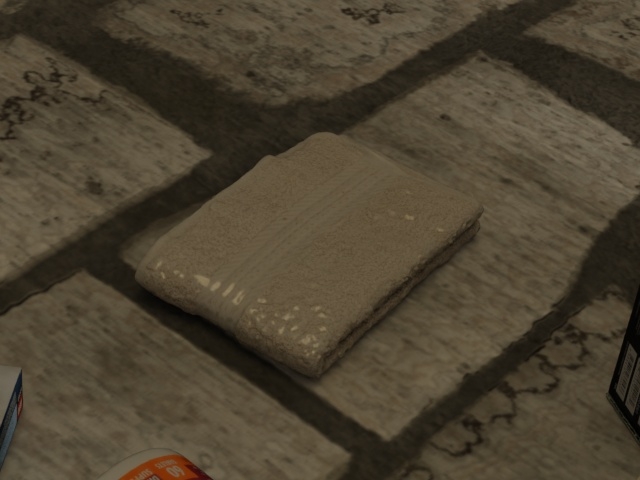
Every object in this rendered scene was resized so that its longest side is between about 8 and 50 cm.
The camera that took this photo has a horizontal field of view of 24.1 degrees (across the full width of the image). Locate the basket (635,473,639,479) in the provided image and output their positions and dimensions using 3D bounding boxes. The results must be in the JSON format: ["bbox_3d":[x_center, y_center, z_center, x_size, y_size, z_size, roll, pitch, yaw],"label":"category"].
[{"bbox_3d":[0.231,0.223,0.946,0.113,0.167,0.103,24,36,20],"label":"basket"}]

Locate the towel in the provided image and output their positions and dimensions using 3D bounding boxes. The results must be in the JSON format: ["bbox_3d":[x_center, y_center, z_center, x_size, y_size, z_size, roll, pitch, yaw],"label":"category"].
[{"bbox_3d":[0.000,0.000,1.285,0.187,0.049,0.282,26,42,23],"label":"towel"}]

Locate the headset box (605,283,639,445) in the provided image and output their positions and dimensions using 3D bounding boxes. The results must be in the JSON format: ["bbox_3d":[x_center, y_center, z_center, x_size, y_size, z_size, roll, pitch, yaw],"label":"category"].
[{"bbox_3d":[0.392,0.049,1.131,0.283,0.246,0.131,-7,39,-19],"label":"headset box"}]

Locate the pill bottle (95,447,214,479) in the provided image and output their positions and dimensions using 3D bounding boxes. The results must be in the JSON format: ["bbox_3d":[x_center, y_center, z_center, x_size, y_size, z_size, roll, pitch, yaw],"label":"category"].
[{"bbox_3d":[-0.053,0.234,0.917,0.221,0.121,0.121,33,44,29],"label":"pill bottle"}]

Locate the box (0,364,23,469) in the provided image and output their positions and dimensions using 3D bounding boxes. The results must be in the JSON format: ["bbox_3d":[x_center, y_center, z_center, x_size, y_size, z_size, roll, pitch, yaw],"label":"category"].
[{"bbox_3d":[-0.341,0.141,1.048,0.233,0.044,0.159,8,38,0],"label":"box"}]
